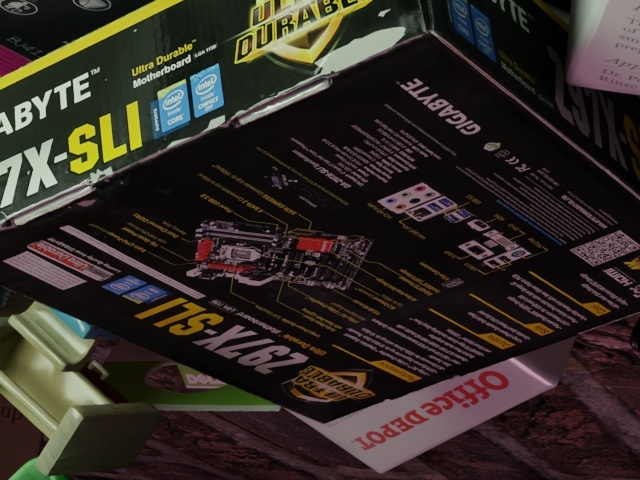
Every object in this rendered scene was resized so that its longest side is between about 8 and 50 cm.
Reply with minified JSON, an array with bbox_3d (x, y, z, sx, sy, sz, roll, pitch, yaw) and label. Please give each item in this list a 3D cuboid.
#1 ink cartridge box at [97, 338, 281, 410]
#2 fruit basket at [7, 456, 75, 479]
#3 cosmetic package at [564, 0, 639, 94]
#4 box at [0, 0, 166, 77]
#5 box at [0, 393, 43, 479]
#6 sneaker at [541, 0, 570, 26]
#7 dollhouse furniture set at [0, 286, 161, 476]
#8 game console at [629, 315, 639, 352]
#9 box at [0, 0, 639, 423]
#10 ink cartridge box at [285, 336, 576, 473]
[{"bbox_3d":[-0.045,0.080,1.397,0.189,0.255,0.097,-2,125,30],"label":"ink cartridge box"},{"bbox_3d":[-0.241,0.220,0.874,0.327,0.165,0.353,-41,142,26],"label":"fruit basket"},{"bbox_3d":[0.217,-0.171,0.597,0.217,0.156,0.385,8,163,-2],"label":"cosmetic package"},{"bbox_3d":[-0.088,-0.144,0.850,0.163,0.142,0.247,-6,160,35],"label":"box"},{"bbox_3d":[-0.354,0.198,1.848,0.148,0.311,0.121,9,164,-8],"label":"box"},{"bbox_3d":[0.123,-0.089,1.032,0.270,0.090,0.145,19,-178,3],"label":"sneaker"},{"bbox_3d":[-0.133,0.012,0.946,0.184,0.129,0.129,39,-165,24],"label":"dollhouse furniture set"},{"bbox_3d":[0.343,0.065,1.487,0.144,0.124,0.085,25,-177,-46],"label":"game console"},{"bbox_3d":[0.018,-0.018,0.852,0.257,0.079,0.322,-21,151,28],"label":"box"},{"bbox_3d":[0.000,0.000,1.124,0.289,0.121,0.211,35,145,-13],"label":"ink cartridge box"}]
